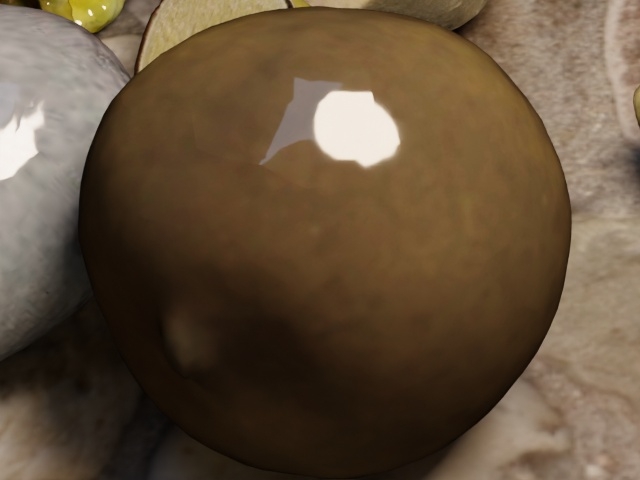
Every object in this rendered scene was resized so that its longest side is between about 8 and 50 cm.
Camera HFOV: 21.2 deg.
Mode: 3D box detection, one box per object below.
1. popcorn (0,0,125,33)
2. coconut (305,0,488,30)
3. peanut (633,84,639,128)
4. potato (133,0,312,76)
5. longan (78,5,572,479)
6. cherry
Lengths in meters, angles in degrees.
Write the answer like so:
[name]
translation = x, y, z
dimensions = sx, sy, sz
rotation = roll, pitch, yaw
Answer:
[popcorn]
translation = -0.254, -0.282, 1.373
dimensions = 0.293, 0.293, 0.237
rotation = -7, 36, -3
[coconut]
translation = 0.024, -0.297, 1.327
dimensions = 0.297, 0.309, 0.297
rotation = -31, 15, 9
[peanut]
translation = 0.325, -0.030, 1.108
dimensions = 0.152, 0.152, 0.313
rotation = -24, 42, -20
[potato]
translation = -0.042, -0.101, 1.237
dimensions = 0.117, 0.182, 0.202
rotation = 13, 7, -38
[longan]
translation = 0.001, -0.004, 0.997
dimensions = 0.297, 0.297, 0.297
rotation = -3, 42, 2
[cherry]
translation = -0.238, -0.037, 1.117
dimensions = 0.255, 0.218, 0.296
rotation = 10, 53, 20
